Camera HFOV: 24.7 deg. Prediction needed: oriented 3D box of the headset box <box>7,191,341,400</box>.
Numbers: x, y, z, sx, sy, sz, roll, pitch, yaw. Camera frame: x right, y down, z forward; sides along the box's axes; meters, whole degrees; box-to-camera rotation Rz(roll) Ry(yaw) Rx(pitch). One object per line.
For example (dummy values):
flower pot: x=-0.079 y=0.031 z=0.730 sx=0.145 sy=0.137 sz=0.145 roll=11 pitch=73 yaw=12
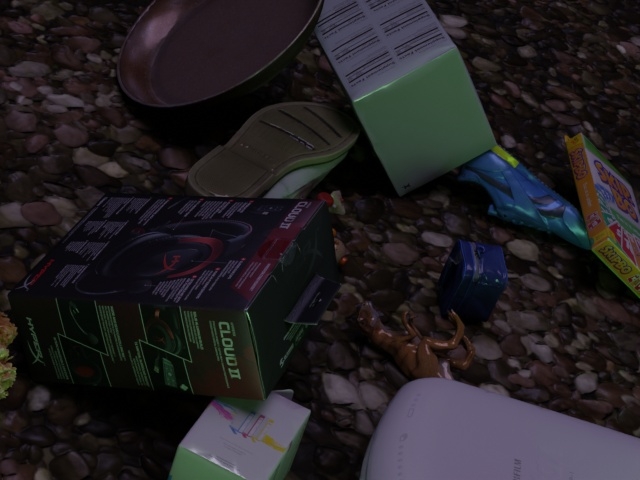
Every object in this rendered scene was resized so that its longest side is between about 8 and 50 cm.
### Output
headset box: x=-0.128 y=0.050 z=1.477 sx=0.293 sy=0.110 sz=0.218 roll=2 pitch=31 yaw=22

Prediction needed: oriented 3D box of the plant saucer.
plant saucer: x=-0.122 y=-0.272 z=1.909 sx=0.310 sy=0.050 sz=0.311 roll=-18 pitch=42 yaw=18

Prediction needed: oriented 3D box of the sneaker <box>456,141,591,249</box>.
sneaker: x=0.273 y=-0.043 z=1.932 sx=0.209 sy=0.082 sz=0.069 roll=38 pitch=-2 yaw=0

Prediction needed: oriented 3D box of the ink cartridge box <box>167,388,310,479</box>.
ink cartridge box: x=-0.078 y=0.206 z=1.415 sx=0.090 sy=0.092 sz=0.143 roll=26 pitch=35 yaw=8

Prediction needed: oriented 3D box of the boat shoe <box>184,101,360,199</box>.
boat shoe: x=-0.066 y=-0.078 z=1.768 sx=0.113 sy=0.103 sz=0.302 roll=35 pitch=40 yaw=21

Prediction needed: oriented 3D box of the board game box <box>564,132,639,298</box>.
board game box: x=0.386 y=-0.040 z=1.948 sx=0.124 sy=0.039 sz=0.259 roll=41 pitch=25 yaw=-28

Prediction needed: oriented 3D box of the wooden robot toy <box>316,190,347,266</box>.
wooden robot toy: x=0.000 y=0.000 z=1.736 sx=0.079 sy=0.076 sz=0.173 roll=42 pitch=41 yaw=9

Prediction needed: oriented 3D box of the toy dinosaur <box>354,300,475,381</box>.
toy dinosaur: x=0.127 y=0.144 z=1.634 sx=0.112 sy=0.064 sz=0.211 roll=-38 pitch=66 yaw=-14

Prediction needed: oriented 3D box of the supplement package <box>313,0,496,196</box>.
supplement package: x=0.103 y=-0.211 z=1.905 sx=0.149 sy=0.194 sz=0.203 roll=-28 pitch=47 yaw=3

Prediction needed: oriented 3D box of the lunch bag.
lunch bag: x=0.176 y=0.046 z=1.732 sx=0.065 sy=0.098 sz=0.067 roll=7 pitch=44 yaw=-13

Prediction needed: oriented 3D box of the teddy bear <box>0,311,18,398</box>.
teddy bear: x=-0.402 y=0.127 z=1.307 sx=0.245 sy=0.113 sz=0.338 roll=-1 pitch=30 yaw=36

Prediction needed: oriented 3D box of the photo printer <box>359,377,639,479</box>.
photo printer: x=0.189 y=0.269 z=1.446 sx=0.307 sy=0.107 sz=0.256 roll=18 pitch=38 yaw=-3
